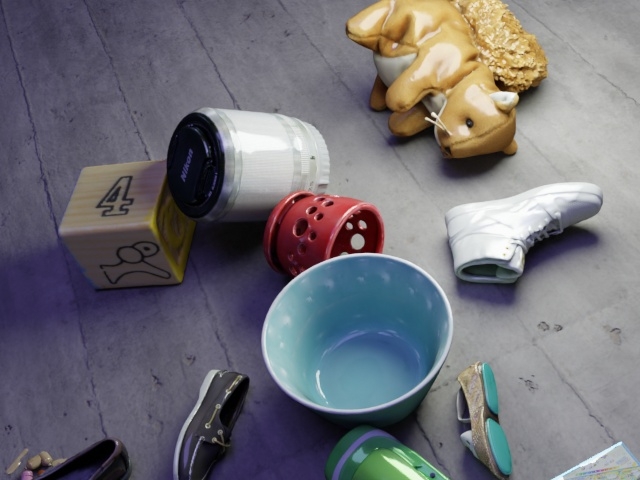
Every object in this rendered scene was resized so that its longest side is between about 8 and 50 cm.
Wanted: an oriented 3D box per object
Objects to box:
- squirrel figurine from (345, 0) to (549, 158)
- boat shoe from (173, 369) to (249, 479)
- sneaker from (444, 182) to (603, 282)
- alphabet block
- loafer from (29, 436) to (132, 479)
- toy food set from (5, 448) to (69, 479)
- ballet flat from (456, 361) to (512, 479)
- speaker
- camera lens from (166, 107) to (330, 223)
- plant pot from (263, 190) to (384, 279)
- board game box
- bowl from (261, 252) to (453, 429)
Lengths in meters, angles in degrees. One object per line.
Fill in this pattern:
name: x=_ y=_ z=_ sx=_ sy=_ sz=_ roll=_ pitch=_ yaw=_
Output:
squirrel figurine: x=0.313 y=-0.356 z=1.722 sx=0.397 sy=0.281 sz=0.370 roll=-33 pitch=56 yaw=-12
boat shoe: x=-0.180 y=0.314 z=1.364 sx=0.069 sy=0.081 sz=0.227 roll=-1 pitch=46 yaw=19
sneaker: x=0.382 y=-0.001 z=1.496 sx=0.293 sy=0.108 sz=0.169 roll=-13 pitch=48 yaw=16
alphabet block: x=-0.385 y=-0.031 z=1.657 sx=0.197 sy=0.192 sz=0.193 roll=-4 pitch=50 yaw=10
loafer: x=-0.443 y=0.412 z=1.298 sx=0.303 sy=0.095 sz=0.109 roll=-32 pitch=61 yaw=-29
toy food set: x=-0.472 y=0.403 z=1.398 sx=0.122 sy=0.019 sz=0.078 roll=15 pitch=41 yaw=17
ballet flat: x=0.254 y=0.291 z=1.296 sx=0.067 sy=0.073 sz=0.206 roll=-28 pitch=38 yaw=27
speaker: x=0.144 y=0.395 z=1.178 sx=0.131 sy=0.131 sz=0.297 roll=-40 pitch=51 yaw=-21
camera lens: x=-0.147 y=-0.145 z=1.607 sx=0.274 sy=0.219 sz=0.219 roll=-3 pitch=34 yaw=-41
plant pot: x=0.000 y=0.000 z=1.528 sx=0.174 sy=0.191 sz=0.191 roll=21 pitch=57 yaw=32
board game box: x=0.410 y=0.375 z=1.194 sx=0.154 sy=0.026 sz=0.103 roll=-25 pitch=47 yaw=-8
bowl: x=0.071 y=0.190 z=1.356 sx=0.312 sy=0.163 sz=0.311 roll=-7 pitch=47 yaw=8
